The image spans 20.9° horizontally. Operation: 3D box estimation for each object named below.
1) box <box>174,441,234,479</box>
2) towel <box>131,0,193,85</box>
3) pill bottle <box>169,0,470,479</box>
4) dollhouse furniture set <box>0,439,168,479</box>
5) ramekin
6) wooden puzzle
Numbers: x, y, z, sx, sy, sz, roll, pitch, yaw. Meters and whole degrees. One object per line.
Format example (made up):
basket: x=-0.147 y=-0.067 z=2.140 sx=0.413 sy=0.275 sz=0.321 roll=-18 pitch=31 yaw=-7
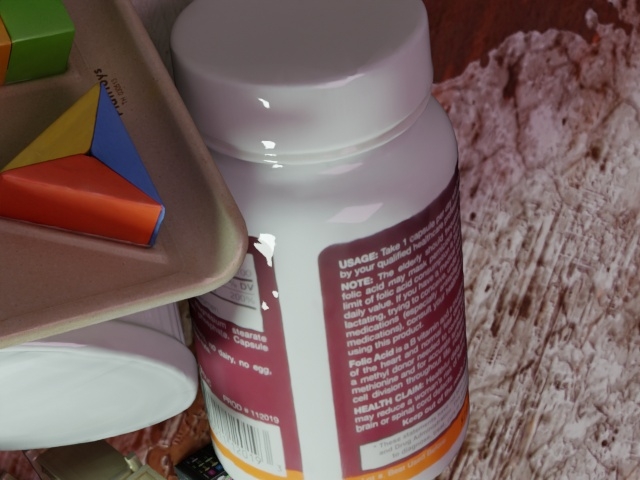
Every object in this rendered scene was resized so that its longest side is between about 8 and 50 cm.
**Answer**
box: x=-0.075 y=0.209 z=1.524 sx=0.083 sy=0.052 sz=0.062 roll=-31 pitch=120 yaw=-23
towel: x=-0.109 y=-0.176 z=1.376 sx=0.187 sy=0.049 sz=0.282 roll=-25 pitch=118 yaw=-24
pill bottle: x=0.000 y=0.000 z=1.357 sx=0.224 sy=0.224 sz=0.392 roll=-25 pitch=130 yaw=-25
dollhouse furniture set: x=-0.195 y=0.247 z=1.376 sx=0.161 sy=0.182 sz=0.101 roll=-38 pitch=122 yaw=-18
ramekin: x=-0.226 y=0.060 z=1.255 sx=0.273 sy=0.273 sz=0.127 roll=8 pitch=66 yaw=-35
wooden puzzle: x=-0.258 y=-0.075 z=1.132 sx=0.348 sy=0.322 sz=0.080 roll=-17 pitch=154 yaw=-23
